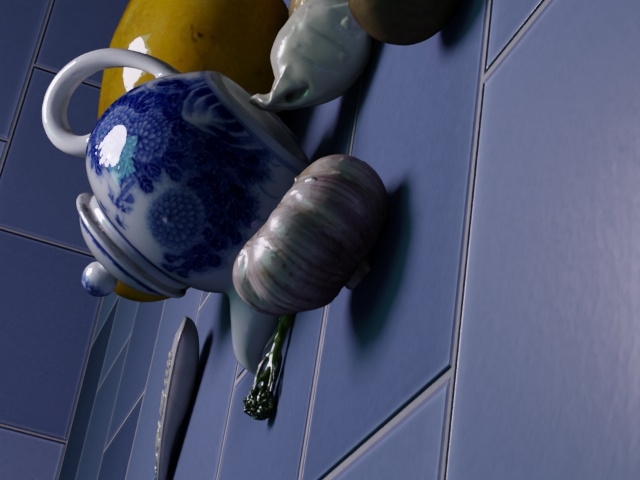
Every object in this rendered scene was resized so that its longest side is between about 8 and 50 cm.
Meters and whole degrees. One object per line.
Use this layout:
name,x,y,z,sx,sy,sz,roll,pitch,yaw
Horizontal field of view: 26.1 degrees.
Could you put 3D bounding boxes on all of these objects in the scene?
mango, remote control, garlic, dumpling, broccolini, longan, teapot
mango,-0.169,-0.136,1.760,0.300,0.232,0.446,-18,-57,-82
remote control,-0.193,0.215,1.857,0.073,0.044,0.229,173,106,-79
garlic,0.000,0.000,1.208,0.159,0.102,0.147,-54,-1,-33
dumpling,0.004,-0.203,1.477,0.134,0.100,0.169,-56,-10,-83
broccolini,-0.045,0.118,1.419,0.035,0.030,0.140,-19,50,64
longan,0.079,-0.222,1.195,0.119,0.106,0.106,-35,7,-12
teapot,-0.160,-0.040,1.513,0.280,0.424,0.252,-44,-17,10

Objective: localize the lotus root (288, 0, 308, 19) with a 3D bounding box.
lotus root,-0.001,-0.293,1.665,0.073,0.062,0.150,15,89,54
